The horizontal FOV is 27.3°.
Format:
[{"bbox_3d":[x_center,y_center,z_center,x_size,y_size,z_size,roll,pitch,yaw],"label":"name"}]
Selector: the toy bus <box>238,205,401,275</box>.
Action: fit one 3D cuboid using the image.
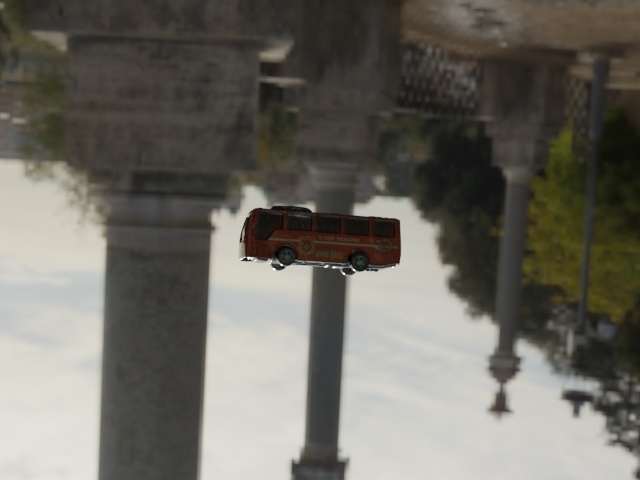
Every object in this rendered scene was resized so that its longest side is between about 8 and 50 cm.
[{"bbox_3d":[0.000,0.000,0.897,0.110,0.043,0.031,4,172,-14],"label":"toy bus"}]
